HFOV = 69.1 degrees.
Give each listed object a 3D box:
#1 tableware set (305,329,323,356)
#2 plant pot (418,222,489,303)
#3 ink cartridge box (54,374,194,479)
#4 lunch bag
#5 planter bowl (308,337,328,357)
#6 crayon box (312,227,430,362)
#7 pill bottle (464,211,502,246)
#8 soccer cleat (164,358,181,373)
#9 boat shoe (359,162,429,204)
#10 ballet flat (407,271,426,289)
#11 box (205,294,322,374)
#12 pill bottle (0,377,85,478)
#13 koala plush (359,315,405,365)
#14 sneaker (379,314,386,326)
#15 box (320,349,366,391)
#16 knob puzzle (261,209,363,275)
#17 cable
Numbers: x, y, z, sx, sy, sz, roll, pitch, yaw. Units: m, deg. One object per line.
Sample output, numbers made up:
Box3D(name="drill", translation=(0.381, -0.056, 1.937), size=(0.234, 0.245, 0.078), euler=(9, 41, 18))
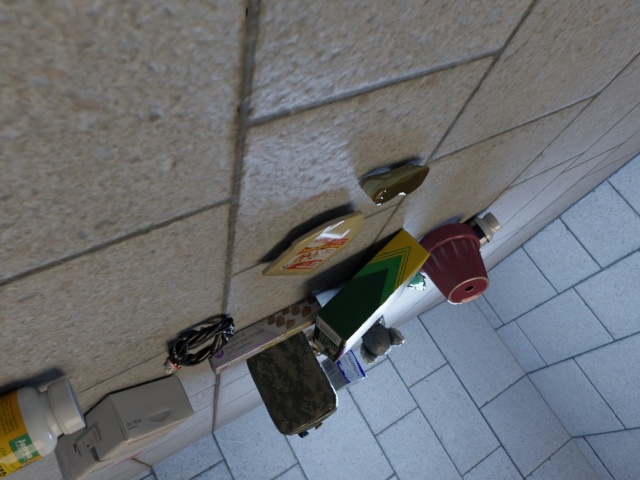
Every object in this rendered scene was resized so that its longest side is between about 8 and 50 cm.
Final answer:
Box3D(name="tableware set", translation=(-0.022, 0.407, 1.757), size=(0.128, 0.039, 0.194), euler=(19, 139, -17))
Box3D(name="plant pot", translation=(0.400, 0.078, 1.381), size=(0.201, 0.180, 0.201), euler=(-11, 141, -9))
Box3D(name="ink cartridge box", translation=(-0.486, 0.468, 1.156), size=(0.283, 0.117, 0.207), euler=(-40, 160, 24))
Box3D(name="lunch bag", translation=(-0.082, 0.458, 1.484), size=(0.212, 0.305, 0.256), euler=(-29, 160, -7))
Box3D(name="planter bowl", translation=(0.049, 0.407, 1.871), size=(0.162, 0.109, 0.162), euler=(-28, 161, -11))
Box3D(name="crayon box", translation=(0.124, 0.167, 1.275), size=(0.313, 0.106, 0.363), euler=(-43, 166, -18))
Box3D(name="pill bottle", translation=(0.504, -0.018, 1.531), size=(0.169, 0.094, 0.094), euler=(-36, 161, 10))
Box3D(name="soccer cleat", translation=(-0.345, 0.292, 1.074), size=(0.035, 0.029, 0.083), euler=(-30, 167, -18))
Box3D(name="boat shoe", translation=(0.131, -0.106, 0.802), size=(0.153, 0.048, 0.056), euler=(-27, 150, -36))
Box3D(name="ballet flat", translation=(0.354, 0.145, 1.760), size=(0.087, 0.083, 0.247), euler=(-10, 165, 11))
Box3D(name="box", translation=(-0.139, 0.243, 1.220), size=(0.323, 0.063, 0.067), euler=(-23, 157, -25))
Box3D(name="pill bottle", translation=(-0.491, 0.303, 0.725), size=(0.208, 0.118, 0.118), euler=(-22, 159, -28))
Box3D(name="koala plush", translation=(0.178, 0.322, 1.679), size=(0.196, 0.221, 0.203), euler=(-30, 161, -3))
Box3D(name="sneaker", translation=(0.232, 0.386, 2.193), size=(0.118, 0.083, 0.222), euler=(-18, 174, 20))
Box3D(name="box", translation=(0.091, 0.503, 1.811), size=(0.072, 0.126, 0.137), euler=(-43, 154, 28))
Box3D(name="knob puzzle", translation=(0.000, 0.000, 0.871), size=(0.213, 0.030, 0.213), euler=(-28, 161, -10))
Box3D(name="cable", translation=(-0.259, 0.224, 1.025), size=(0.150, 0.047, 0.185), euler=(-29, 160, -24))
